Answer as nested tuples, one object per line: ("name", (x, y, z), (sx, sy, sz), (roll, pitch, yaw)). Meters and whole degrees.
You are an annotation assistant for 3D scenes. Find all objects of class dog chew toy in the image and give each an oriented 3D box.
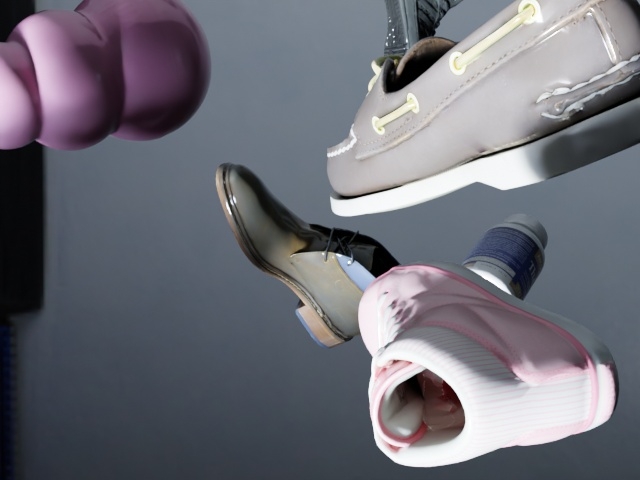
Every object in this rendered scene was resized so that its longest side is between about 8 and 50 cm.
("dog chew toy", (-0.306, -0.208, 1.310), (0.332, 0.206, 0.207), (-21, -174, -33))

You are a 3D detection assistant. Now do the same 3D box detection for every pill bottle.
("pill bottle", (0.174, 0.025, 0.990), (0.067, 0.067, 0.120), (-6, -152, 37))

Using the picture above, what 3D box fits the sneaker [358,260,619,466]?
("sneaker", (0.035, 0.042, 0.376), (0.070, 0.050, 0.134), (-12, -165, -28))

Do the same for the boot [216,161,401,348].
("boot", (0.000, 0.000, 0.958), (0.106, 0.219, 0.082), (-21, -149, 27))

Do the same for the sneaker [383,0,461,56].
("sneaker", (0.105, -0.223, 0.980), (0.089, 0.170, 0.051), (-11, -168, -23))

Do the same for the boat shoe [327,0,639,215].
("boat shoe", (0.083, -0.079, 0.627), (0.117, 0.096, 0.324), (-24, -175, -22))
